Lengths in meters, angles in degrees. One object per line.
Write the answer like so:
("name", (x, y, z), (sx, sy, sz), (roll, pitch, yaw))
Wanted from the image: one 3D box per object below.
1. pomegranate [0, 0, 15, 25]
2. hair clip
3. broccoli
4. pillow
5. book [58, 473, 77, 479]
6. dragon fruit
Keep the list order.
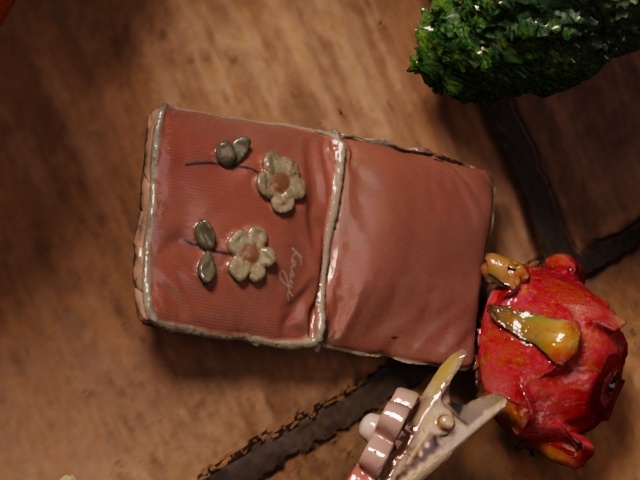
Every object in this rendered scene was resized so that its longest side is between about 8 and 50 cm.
("pomegranate", (-0.211, -0.163, 0.727), (0.221, 0.256, 0.221), (57, 19, -32))
("hair clip", (0.020, 0.141, 0.938), (0.056, 0.062, 0.214), (42, 71, 4))
("broccoli", (0.141, -0.205, 0.962), (0.261, 0.241, 0.269), (-52, 155, -20))
("pillow", (0.000, 0.000, 0.956), (0.232, 0.043, 0.126), (9, 83, -33))
("book", (-0.125, 0.184, 0.874), (0.077, 0.014, 0.111), (-39, 105, -31))
("dragon fruit", (0.145, 0.068, 1.012), (0.112, 0.068, 0.126), (-6, 97, -49))
